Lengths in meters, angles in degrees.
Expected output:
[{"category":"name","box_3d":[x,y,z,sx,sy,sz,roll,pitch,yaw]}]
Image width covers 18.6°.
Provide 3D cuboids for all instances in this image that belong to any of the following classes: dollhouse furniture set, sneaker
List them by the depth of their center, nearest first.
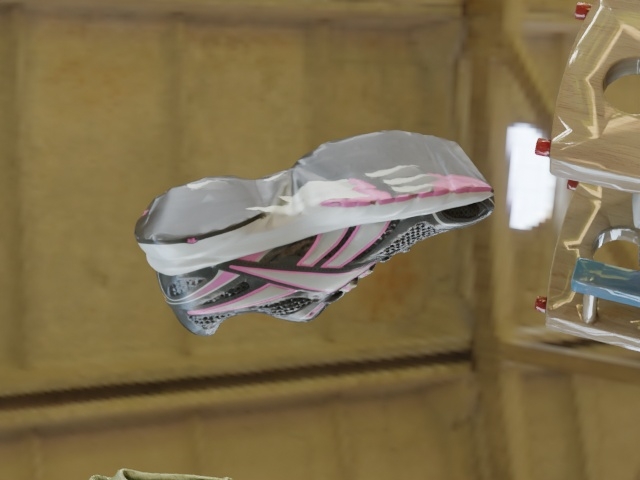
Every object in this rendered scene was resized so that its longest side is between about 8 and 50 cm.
[{"category":"dollhouse furniture set","box_3d":[0.122,0.040,0.621,0.129,0.129,0.184,79,-153,-62]},{"category":"sneaker","box_3d":[0.000,0.000,0.985,0.178,0.072,0.077,-11,-57,1]}]

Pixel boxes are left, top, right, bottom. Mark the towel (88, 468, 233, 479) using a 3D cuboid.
[{"category":"towel","box_3d":[-0.064,0.155,0.834,0.110,0.027,0.148,9,-55,-22]}]
